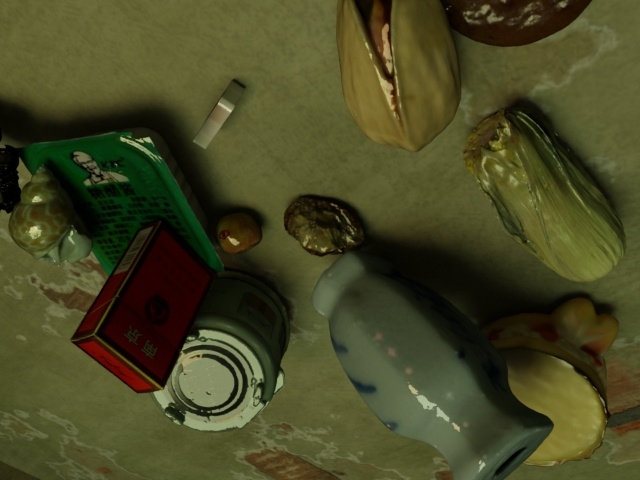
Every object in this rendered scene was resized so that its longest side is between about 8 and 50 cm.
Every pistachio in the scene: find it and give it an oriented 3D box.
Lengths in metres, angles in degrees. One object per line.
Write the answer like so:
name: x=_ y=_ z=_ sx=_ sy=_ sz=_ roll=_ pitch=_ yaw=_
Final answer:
pistachio: x=0.093 y=-0.221 z=0.782 sx=0.157 sy=0.157 sz=0.229 roll=-5 pitch=129 yaw=22

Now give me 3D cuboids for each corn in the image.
corn: x=0.322 y=-0.061 z=0.897 sx=0.305 sy=0.122 sz=0.123 roll=41 pitch=131 yaw=-21

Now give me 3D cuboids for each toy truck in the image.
toy truck: x=-0.602 y=-0.153 z=1.038 sx=0.257 sy=0.127 sz=0.127 roll=50 pitch=145 yaw=18

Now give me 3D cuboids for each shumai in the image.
shumai: x=-0.005 y=-0.010 z=1.086 sx=0.139 sy=0.105 sz=0.123 roll=38 pitch=143 yaw=14

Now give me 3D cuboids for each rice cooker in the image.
rice cooker: x=-0.194 y=0.210 z=1.229 sx=0.317 sy=0.316 sz=0.264 roll=35 pitch=105 yaw=-19

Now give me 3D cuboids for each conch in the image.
conch: x=-0.455 y=-0.027 z=1.046 sx=0.116 sy=0.105 sz=0.173 roll=-14 pitch=146 yaw=14

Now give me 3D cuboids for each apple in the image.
apple: x=-0.148 y=-0.014 z=1.127 sx=0.084 sy=0.084 sz=0.071 roll=-27 pitch=85 yaw=37

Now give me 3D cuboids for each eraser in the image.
eraser: x=-0.155 y=-0.191 z=0.956 sx=0.026 sy=0.065 sz=0.105 roll=31 pitch=137 yaw=-16

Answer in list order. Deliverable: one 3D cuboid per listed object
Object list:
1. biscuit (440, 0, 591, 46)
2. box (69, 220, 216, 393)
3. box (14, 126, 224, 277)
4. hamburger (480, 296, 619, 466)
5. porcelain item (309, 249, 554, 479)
biscuit: x=0.220 y=-0.318 z=0.724 sx=0.212 sy=0.036 sz=0.212 roll=10 pitch=138 yaw=9
box: x=-0.278 y=0.105 z=1.020 sx=0.074 sy=0.239 sz=0.153 roll=-12 pitch=131 yaw=31
box: x=-0.322 y=-0.071 z=1.105 sx=0.264 sy=0.106 sz=0.336 roll=-3 pitch=133 yaw=20
hamburger: x=0.394 y=0.240 z=1.135 sx=0.261 sy=0.186 sz=0.302 roll=28 pitch=128 yaw=12
porcelain item: x=0.161 y=0.195 z=1.011 sx=0.243 sy=0.405 sz=0.178 roll=17 pitch=114 yaw=-52
